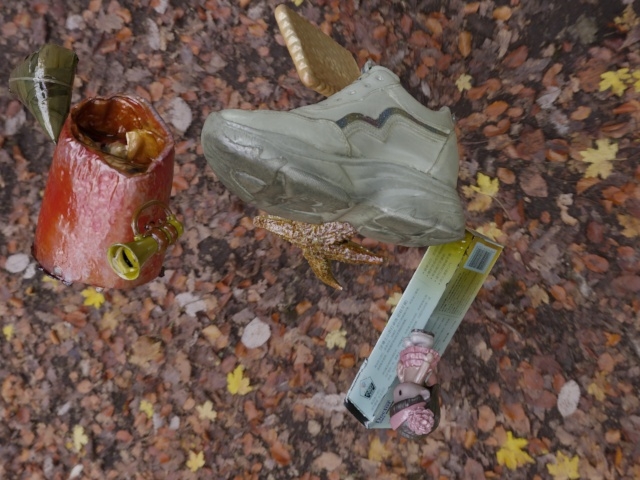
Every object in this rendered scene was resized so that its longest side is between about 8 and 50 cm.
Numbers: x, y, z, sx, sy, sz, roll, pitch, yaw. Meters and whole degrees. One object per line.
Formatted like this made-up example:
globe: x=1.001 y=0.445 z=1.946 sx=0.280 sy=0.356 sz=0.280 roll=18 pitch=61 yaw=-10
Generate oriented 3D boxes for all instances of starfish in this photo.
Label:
starfish: x=0.000 y=0.001 z=1.013 sx=0.227 sy=0.043 sz=0.241 roll=7 pitch=139 yaw=30

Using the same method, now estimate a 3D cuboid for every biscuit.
biscuit: x=0.016 y=-0.295 z=1.069 sx=0.030 sy=0.249 sz=0.160 roll=-29 pitch=73 yaw=25

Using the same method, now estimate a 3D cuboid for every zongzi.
zongzi: x=-0.225 y=-0.107 z=0.500 sx=0.076 sy=0.040 sz=0.083 roll=-11 pitch=80 yaw=43

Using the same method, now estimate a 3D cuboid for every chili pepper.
chili pepper: x=-0.378 y=-0.078 z=1.089 sx=0.251 sy=0.229 sz=0.306 roll=51 pitch=135 yaw=40

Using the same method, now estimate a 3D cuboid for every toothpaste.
toothpaste: x=0.144 y=0.125 z=0.881 sx=0.071 sy=0.089 sz=0.313 roll=37 pitch=105 yaw=43

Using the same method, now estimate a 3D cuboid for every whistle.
whistle: x=-0.205 y=-0.006 z=0.731 sx=0.057 sy=0.109 sz=0.046 roll=42 pitch=127 yaw=-4

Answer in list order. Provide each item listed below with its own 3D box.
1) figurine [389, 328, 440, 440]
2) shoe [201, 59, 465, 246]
figurine: x=0.114 y=0.164 z=0.707 sx=0.054 sy=0.129 sz=0.072 roll=25 pitch=143 yaw=-10
shoe: x=0.030 y=-0.126 z=0.758 sx=0.341 sy=0.132 sz=0.211 roll=15 pitch=71 yaw=-21
